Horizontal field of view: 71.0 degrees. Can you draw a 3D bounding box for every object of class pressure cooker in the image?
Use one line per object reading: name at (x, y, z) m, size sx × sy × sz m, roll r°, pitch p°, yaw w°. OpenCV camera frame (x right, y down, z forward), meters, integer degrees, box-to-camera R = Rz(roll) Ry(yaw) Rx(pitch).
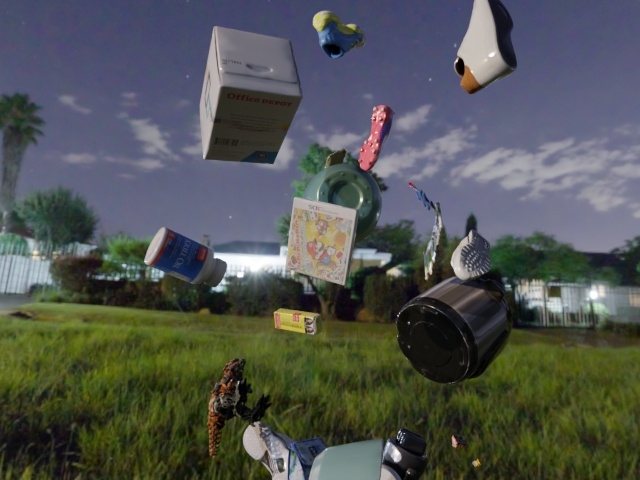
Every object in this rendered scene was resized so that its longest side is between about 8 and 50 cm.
pressure cooker at (0.566, 0.336, 1.835) m, size 0.421 × 0.375 × 0.370 m, roll -21°, pitch 13°, yaw -40°

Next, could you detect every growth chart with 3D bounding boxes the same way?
growth chart at (0.395, 0.007, 1.566) m, size 0.021 × 0.237 × 0.172 m, roll 8°, pitch 32°, yaw 3°

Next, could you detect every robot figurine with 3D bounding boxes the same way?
robot figurine at (0.314, 0.884, 1.739) m, size 0.174 × 0.278 × 0.209 m, roll 19°, pitch -8°, yaw 38°

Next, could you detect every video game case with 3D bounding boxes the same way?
video game case at (0.000, 0.000, 1.329) m, size 0.207 × 0.226 × 0.026 m, roll 14°, pitch 14°, yaw 24°

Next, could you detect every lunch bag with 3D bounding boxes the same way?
lunch bag at (-0.030, 0.678, 1.345) m, size 0.096 × 0.151 × 0.129 m, roll -31°, pitch -30°, yaw 35°

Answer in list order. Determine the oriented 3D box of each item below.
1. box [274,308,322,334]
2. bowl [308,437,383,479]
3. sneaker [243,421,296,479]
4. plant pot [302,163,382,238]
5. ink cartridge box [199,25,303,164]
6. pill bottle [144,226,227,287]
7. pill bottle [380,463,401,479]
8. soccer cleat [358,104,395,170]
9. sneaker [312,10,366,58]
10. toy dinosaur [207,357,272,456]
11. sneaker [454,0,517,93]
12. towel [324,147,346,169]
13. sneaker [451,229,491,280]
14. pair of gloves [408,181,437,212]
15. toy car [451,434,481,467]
box at (-0.105, 0.376, 2.088) m, size 0.233 × 0.087 × 0.058 m, roll 4°, pitch 14°, yaw 31°
bowl at (0.053, 0.622, 1.062) m, size 0.163 × 0.311 × 0.311 m, roll 6°, pitch -11°, yaw 9°
sneaker at (-0.108, 0.797, 1.578) m, size 0.366 × 0.137 × 0.210 m, roll 33°, pitch -12°, yaw 39°
plant pot at (0.077, -0.129, 1.536) m, size 0.294 × 0.292 × 0.235 m, roll 3°, pitch -3°, yaw 0°
ink cartridge box at (-0.190, -0.358, 1.152) m, size 0.198 × 0.197 × 0.270 m, roll 1°, pitch -27°, yaw -23°
pill bottle at (-0.402, 0.059, 1.361) m, size 0.222 × 0.124 × 0.124 m, roll 28°, pitch -23°, yaw -28°
pill bottle at (0.182, 0.786, 1.399) m, size 0.162 × 0.162 × 0.278 m, roll 1°, pitch -30°, yaw 10°
soccer cleat at (0.214, -0.373, 1.655) m, size 0.095 × 0.247 × 0.083 m, roll 7°, pitch 10°, yaw -45°
sneaker at (0.064, -0.624, 1.422) m, size 0.091 × 0.126 × 0.240 m, roll -7°, pitch -3°, yaw 42°
toy dinosaur at (-0.303, 0.561, 1.537) m, size 0.219 × 0.321 × 0.164 m, roll -15°, pitch -26°, yaw 31°
sneaker at (0.335, -0.428, 0.957) m, size 0.106 × 0.289 × 0.123 m, roll 32°, pitch -39°, yaw -23°
towel at (0.065, -0.368, 2.122) m, size 0.110 × 0.027 × 0.148 m, roll -30°, pitch -24°, yaw -29°
sneaker at (0.390, 0.057, 1.193) m, size 0.095 × 0.090 × 0.235 m, roll -49°, pitch -6°, yaw 33°
pair of gloves at (0.457, -0.178, 1.969) m, size 0.159 × 0.023 × 0.198 m, roll 46°, pitch 8°, yaw -26°
toy car at (0.513, 0.758, 1.603) m, size 0.060 × 0.122 × 0.040 m, roll 18°, pitch -62°, yaw -44°
